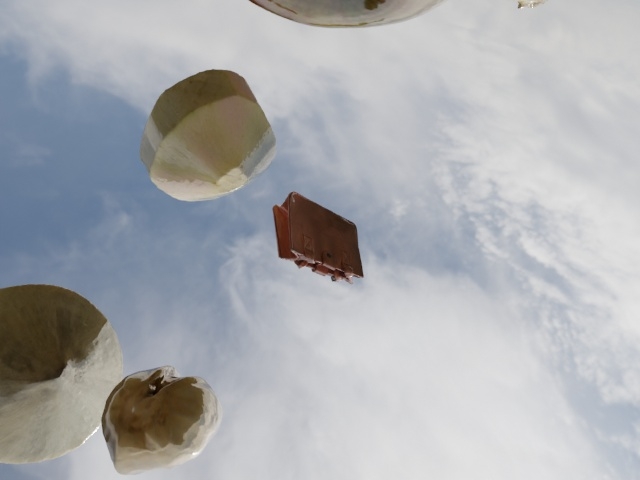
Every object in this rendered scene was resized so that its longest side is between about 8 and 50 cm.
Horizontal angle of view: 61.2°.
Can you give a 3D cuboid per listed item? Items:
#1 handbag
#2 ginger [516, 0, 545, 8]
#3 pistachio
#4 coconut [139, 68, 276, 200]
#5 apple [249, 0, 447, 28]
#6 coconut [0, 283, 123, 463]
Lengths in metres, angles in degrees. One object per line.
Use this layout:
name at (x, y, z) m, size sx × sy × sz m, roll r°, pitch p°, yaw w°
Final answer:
handbag at (0.000, 0.000, 1.139) m, size 0.213 × 0.059 × 0.157 m, roll 24°, pitch -134°, yaw -39°
ginger at (0.220, -0.385, 0.424) m, size 0.236 × 0.375 × 0.166 m, roll 28°, pitch 179°, yaw -16°
pistachio at (-0.227, 0.267, 0.803) m, size 0.158 × 0.229 × 0.157 m, roll -2°, pitch -104°, yaw 7°
coconut at (-0.205, -0.184, 1.009) m, size 0.260 × 0.259 × 0.259 m, roll 12°, pitch -144°, yaw -9°
apple at (0.011, -0.248, 0.278) m, size 0.257 × 0.233 × 0.257 m, roll 15°, pitch -179°, yaw 0°
coconut at (-0.489, 0.221, 0.908) m, size 0.329 × 0.328 × 0.328 m, roll 12°, pitch -144°, yaw -9°
